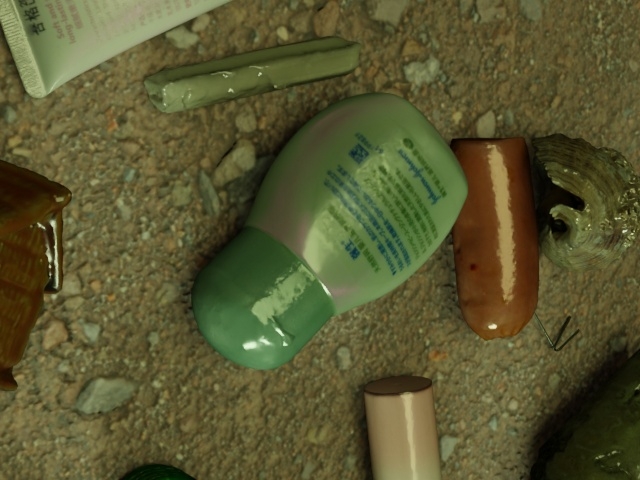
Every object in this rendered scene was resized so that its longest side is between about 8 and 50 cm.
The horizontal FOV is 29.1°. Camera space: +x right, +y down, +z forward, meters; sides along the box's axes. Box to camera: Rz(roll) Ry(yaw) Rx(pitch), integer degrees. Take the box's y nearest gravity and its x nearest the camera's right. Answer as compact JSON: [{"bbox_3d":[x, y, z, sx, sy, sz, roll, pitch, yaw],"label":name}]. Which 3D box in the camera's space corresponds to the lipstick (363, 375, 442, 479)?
[{"bbox_3d":[0.112,0.337,1.534,0.087,0.087,0.326,-9,98,-25],"label":"lipstick"}]

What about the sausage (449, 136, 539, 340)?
[{"bbox_3d":[0.219,-0.003,1.550,0.114,0.113,0.259,-8,97,-25],"label":"sausage"}]

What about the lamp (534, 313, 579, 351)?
[{"bbox_3d":[0.289,0.091,1.634,0.121,0.041,0.054,42,84,-20],"label":"lamp"}]

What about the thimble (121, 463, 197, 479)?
[{"bbox_3d":[-0.174,0.316,1.392,0.130,0.090,0.118,11,86,-27],"label":"thimble"}]

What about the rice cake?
[{"bbox_3d":[-0.074,-0.193,1.419,0.256,0.057,0.052,-16,99,-24],"label":"rice cake"}]

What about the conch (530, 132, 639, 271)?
[{"bbox_3d":[0.319,-0.052,1.546,0.163,0.245,0.178,-46,77,13],"label":"conch"}]

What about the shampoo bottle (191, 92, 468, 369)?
[{"bbox_3d":[0.000,0.000,1.419,0.349,0.151,0.222,-46,117,-17],"label":"shampoo bottle"}]

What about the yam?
[{"bbox_3d":[0.411,0.289,1.623,0.300,0.195,0.195,-41,110,-18],"label":"yam"}]

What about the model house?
[{"bbox_3d":[-0.382,0.015,1.233,0.200,0.219,0.229,20,77,15],"label":"model house"}]

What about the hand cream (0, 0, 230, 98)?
[{"bbox_3d":[-0.181,-0.300,1.342,0.359,0.118,0.185,-23,110,-15],"label":"hand cream"}]
